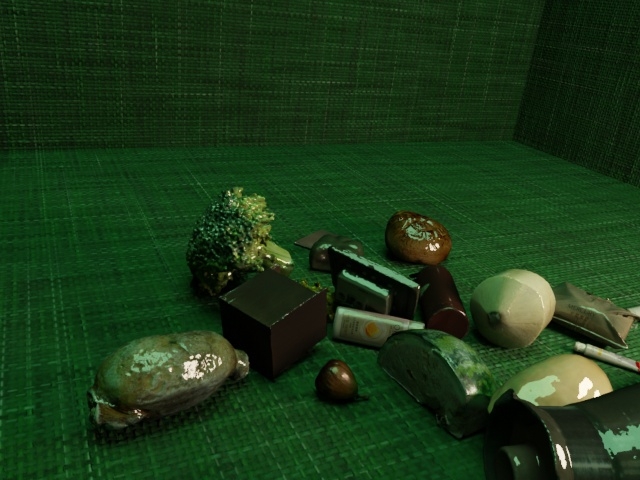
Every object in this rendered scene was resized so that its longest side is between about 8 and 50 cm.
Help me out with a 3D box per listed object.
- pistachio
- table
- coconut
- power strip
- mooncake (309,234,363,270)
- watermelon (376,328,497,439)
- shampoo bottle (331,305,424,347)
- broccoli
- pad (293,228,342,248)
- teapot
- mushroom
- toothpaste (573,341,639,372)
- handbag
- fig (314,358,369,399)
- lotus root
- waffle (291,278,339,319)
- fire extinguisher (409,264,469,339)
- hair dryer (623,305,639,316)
[{"bbox_3d":[0.472,0.344,1.161,0.299,0.187,0.187,-20,34,-29],"label":"pistachio"},{"bbox_3d":[-0.107,0.191,1.362,0.169,0.172,0.193,24,39,33],"label":"table"},{"bbox_3d":[0.510,0.181,1.527,0.202,0.202,0.222,24,27,34],"label":"coconut"},{"bbox_3d":[0.126,0.139,1.503,0.257,0.251,0.092,26,60,18],"label":"power strip"},{"bbox_3d":[0.051,0.051,1.832,0.175,0.104,0.168,-4,31,-14],"label":"mooncake"},{"bbox_3d":[0.261,0.294,1.297,0.224,0.180,0.305,44,-7,-37],"label":"watermelon"},{"bbox_3d":[0.147,0.230,1.464,0.228,0.086,0.056,11,-4,9],"label":"shampoo bottle"},{"bbox_3d":[-0.242,0.010,1.609,0.339,0.317,0.277,-13,58,27],"label":"broccoli"},{"bbox_3d":[0.000,0.000,2.050,0.113,0.006,0.188,18,25,27],"label":"pad"},{"bbox_3d":[0.468,0.411,0.916,0.362,0.305,0.376,2,62,-7],"label":"teapot"},{"bbox_3d":[0.338,-0.009,1.985,0.253,0.153,0.253,13,27,-7],"label":"mushroom"},{"bbox_3d":[0.769,0.310,1.506,0.190,0.031,0.048,18,23,18],"label":"toothpaste"},{"bbox_3d":[0.760,0.207,1.630,0.270,0.117,0.182,24,43,34],"label":"handbag"},{"bbox_3d":[0.052,0.321,1.260,0.125,0.089,0.089,34,29,6],"label":"fig"},{"bbox_3d":[-0.304,0.266,1.172,0.350,0.175,0.175,-11,29,-40],"label":"lotus root"},{"bbox_3d":[-0.060,0.169,1.598,0.229,0.051,0.231,13,24,23],"label":"waffle"},{"bbox_3d":[0.329,0.160,1.640,0.136,0.114,0.337,-19,21,11],"label":"fire extinguisher"},{"bbox_3d":[1.011,0.254,1.688,0.155,0.044,0.183,-6,31,-23],"label":"hair dryer"}]
